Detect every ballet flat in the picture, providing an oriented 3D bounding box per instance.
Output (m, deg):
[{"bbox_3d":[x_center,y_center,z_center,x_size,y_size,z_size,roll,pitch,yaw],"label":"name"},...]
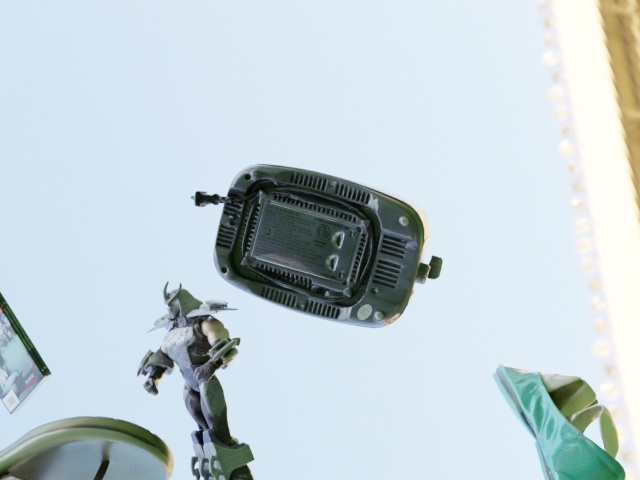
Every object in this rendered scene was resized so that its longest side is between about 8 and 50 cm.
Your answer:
[{"bbox_3d":[0.242,0.183,1.444,0.083,0.087,0.247,56,-174,-25],"label":"ballet flat"}]

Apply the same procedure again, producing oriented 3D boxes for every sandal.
[{"bbox_3d":[-0.272,0.241,1.311,0.120,0.303,0.086,68,-174,-47],"label":"sandal"}]

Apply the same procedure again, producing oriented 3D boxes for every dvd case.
[{"bbox_3d":[-0.329,0.110,1.515,0.013,0.087,0.119,-21,-108,-47],"label":"dvd case"}]

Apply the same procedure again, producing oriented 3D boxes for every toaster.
[{"bbox_3d":[0.000,0.000,1.380,0.146,0.227,0.129,-7,-68,-77],"label":"toaster"}]

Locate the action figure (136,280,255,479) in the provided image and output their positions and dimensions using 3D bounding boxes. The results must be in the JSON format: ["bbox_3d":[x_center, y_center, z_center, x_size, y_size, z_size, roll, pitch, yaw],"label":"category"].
[{"bbox_3d":[-0.153,0.187,1.870,0.099,0.185,0.285,-16,-91,-31],"label":"action figure"}]
